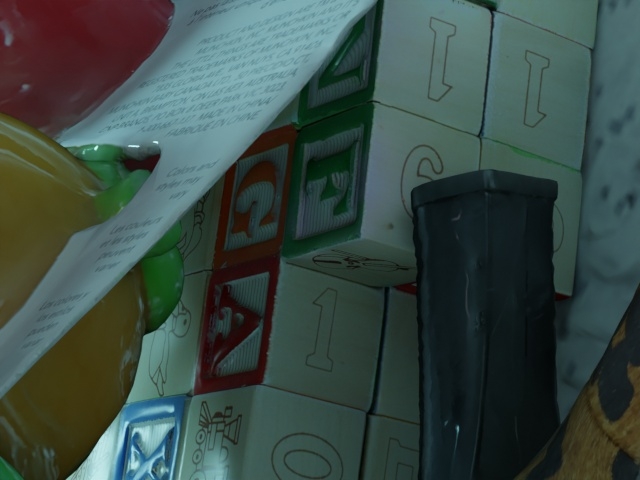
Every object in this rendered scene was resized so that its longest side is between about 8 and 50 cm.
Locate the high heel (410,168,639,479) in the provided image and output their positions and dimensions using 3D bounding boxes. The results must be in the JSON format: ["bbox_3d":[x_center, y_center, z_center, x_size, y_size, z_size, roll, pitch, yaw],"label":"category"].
[{"bbox_3d":[0.116,0.062,0.469,0.261,0.093,0.186,-12,77,52],"label":"high heel"}]

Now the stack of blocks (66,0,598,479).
[{"bbox_3d":[0.000,0.000,0.660,0.171,0.087,0.297,-14,63,54],"label":"stack of blocks"}]

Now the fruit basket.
[{"bbox_3d":[-0.106,0.011,0.569,0.353,0.165,0.327,-45,19,-31],"label":"fruit basket"}]
